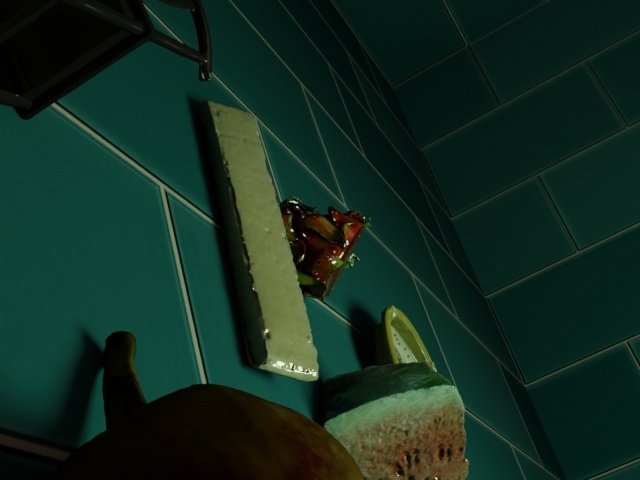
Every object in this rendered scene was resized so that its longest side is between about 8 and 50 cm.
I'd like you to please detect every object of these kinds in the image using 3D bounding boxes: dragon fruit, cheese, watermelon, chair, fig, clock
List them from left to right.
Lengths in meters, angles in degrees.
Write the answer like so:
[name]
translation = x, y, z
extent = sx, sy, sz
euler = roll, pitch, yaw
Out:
[chair]
translation = -0.211, -0.192, 0.655
extent = 0.154, 0.141, 0.260
euler = 65, 17, 9
[fig]
translation = -0.068, 0.150, 0.492
extent = 0.190, 0.191, 0.290
euler = 59, 1, -13
[cheese]
translation = -0.075, -0.016, 0.964
extent = 0.085, 0.034, 0.400
euler = 17, 42, -34
[dragon fruit]
translation = 0.000, 0.000, 1.072
extent = 0.175, 0.142, 0.138
euler = 34, 61, -21
[clock]
translation = 0.130, 0.212, 1.250
extent = 0.237, 0.057, 0.237
euler = 56, 17, -27
[watermelon]
translation = 0.107, 0.248, 1.001
extent = 0.094, 0.154, 0.241
euler = -91, 163, -60
